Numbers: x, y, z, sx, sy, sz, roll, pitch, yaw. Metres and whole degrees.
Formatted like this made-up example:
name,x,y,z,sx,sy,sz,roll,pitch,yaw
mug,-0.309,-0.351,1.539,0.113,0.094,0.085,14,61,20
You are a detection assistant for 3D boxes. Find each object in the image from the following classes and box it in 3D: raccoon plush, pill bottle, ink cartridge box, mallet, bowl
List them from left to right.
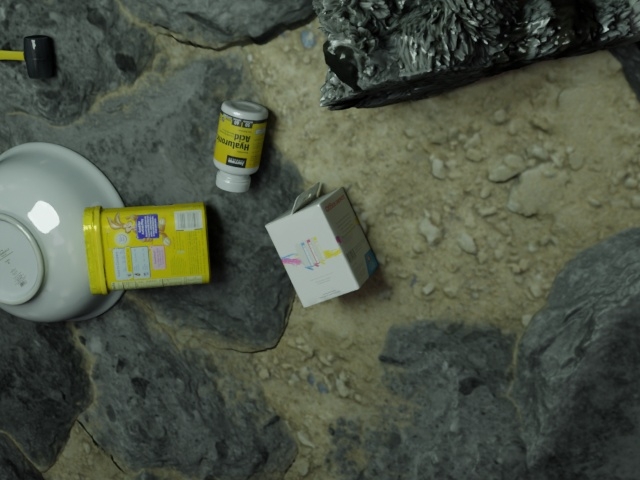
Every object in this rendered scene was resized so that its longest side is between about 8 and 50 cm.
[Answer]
name,x,y,z,sx,sy,sz,roll,pitch,yaw
mallet,-0.476,-0.268,1.273,0.189,0.039,0.062,1,111,25
bowl,-0.445,0.008,1.299,0.297,0.134,0.298,7,110,19
pill bottle,-0.111,-0.128,1.164,0.065,0.065,0.116,18,114,14
ink cartridge box,0.000,0.000,1.152,0.089,0.092,0.143,-22,98,26
raccoon plush,0.134,-0.329,0.984,0.446,0.216,0.299,-11,90,-6

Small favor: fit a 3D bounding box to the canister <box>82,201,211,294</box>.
name,x,y,z,sx,sy,sz,roll,pitch,yaw
canister,-0.245,0.010,1.222,0.169,0.073,0.126,-4,108,-8
